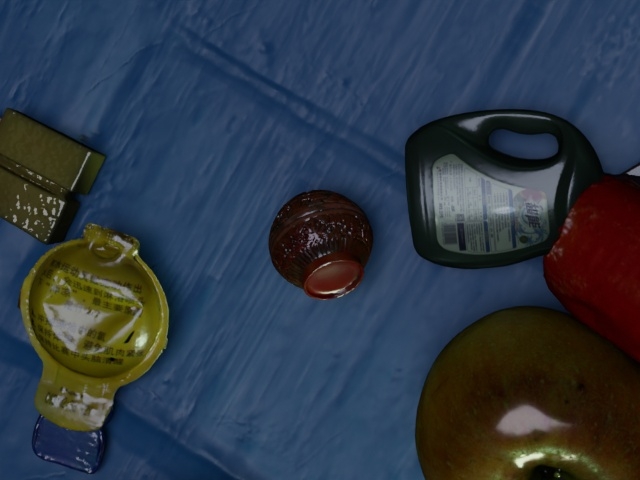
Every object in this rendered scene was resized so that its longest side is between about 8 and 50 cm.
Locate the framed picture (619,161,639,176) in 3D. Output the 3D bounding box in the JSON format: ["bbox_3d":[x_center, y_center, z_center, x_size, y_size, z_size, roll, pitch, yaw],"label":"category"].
[{"bbox_3d":[0.375,-0.047,1.471,0.168,0.023,0.128,-31,85,10],"label":"framed picture"}]

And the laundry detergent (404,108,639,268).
[{"bbox_3d":[0.192,-0.051,1.473,0.221,0.078,0.144,-5,91,15],"label":"laundry detergent"}]

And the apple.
[{"bbox_3d":[0.200,0.168,1.435,0.237,0.207,0.237,3,110,7],"label":"apple"}]

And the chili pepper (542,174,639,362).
[{"bbox_3d":[0.343,0.074,1.310,0.338,0.131,0.134,35,79,28],"label":"chili pepper"}]

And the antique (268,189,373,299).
[{"bbox_3d":[0.000,0.000,1.508,0.104,0.104,0.104,0,91,11],"label":"antique"}]

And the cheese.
[{"bbox_3d":[-0.228,0.105,1.571,0.156,0.064,0.250,18,104,11],"label":"cheese"}]

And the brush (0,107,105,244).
[{"bbox_3d":[-0.337,-0.094,1.596,0.233,0.047,0.103,28,96,10],"label":"brush"}]
